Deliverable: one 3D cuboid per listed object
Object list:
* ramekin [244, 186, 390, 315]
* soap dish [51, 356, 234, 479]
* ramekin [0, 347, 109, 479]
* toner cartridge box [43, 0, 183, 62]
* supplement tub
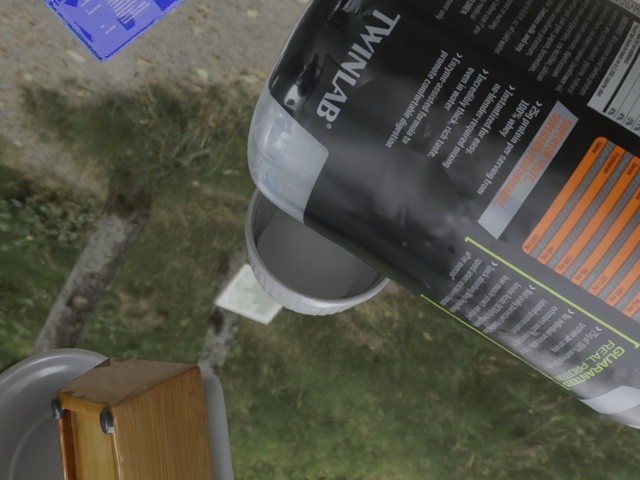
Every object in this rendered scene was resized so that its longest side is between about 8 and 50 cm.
[{"bbox_3d":[0.000,0.000,1.008,0.207,0.207,0.109,22,156,-3],"label":"ramekin"},{"bbox_3d":[-0.186,0.273,0.799,0.118,0.291,0.228,-5,179,-36],"label":"soap dish"},{"bbox_3d":[-0.366,0.308,1.104,0.277,0.277,0.135,17,151,20],"label":"ramekin"},{"bbox_3d":[-0.144,-0.331,0.735,0.347,0.075,0.165,-25,118,30],"label":"toner cartridge box"},{"bbox_3d":[0.145,-0.032,0.450,0.338,0.207,0.207,33,169,5],"label":"supplement tub"}]
